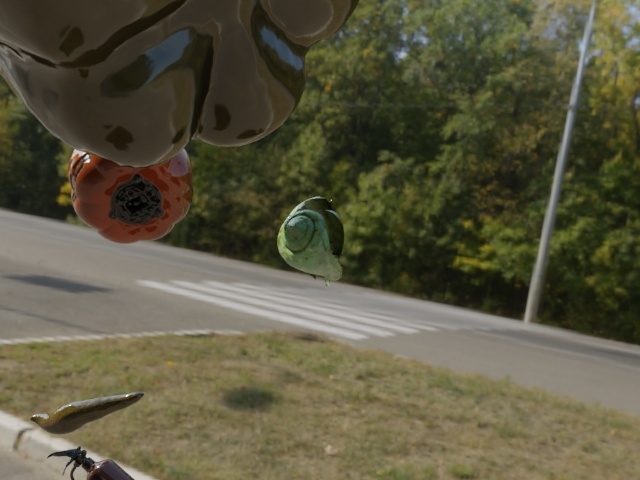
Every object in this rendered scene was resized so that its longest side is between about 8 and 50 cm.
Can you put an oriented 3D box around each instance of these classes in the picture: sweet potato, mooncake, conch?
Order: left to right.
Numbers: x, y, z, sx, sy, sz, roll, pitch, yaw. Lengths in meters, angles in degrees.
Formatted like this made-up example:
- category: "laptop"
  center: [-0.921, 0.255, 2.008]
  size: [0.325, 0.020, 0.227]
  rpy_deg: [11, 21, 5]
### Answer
- category: "sweet potato"
  center: [-0.487, 0.356, 1.650]
  size: [0.249, 0.059, 0.069]
  rpy_deg: [-18, -3, 7]
- category: "mooncake"
  center: [-0.166, -0.319, 0.874]
  size: [0.262, 0.467, 0.467]
  rpy_deg: [35, 13, 31]
- category: "conch"
  center: [0.000, 0.000, 1.074]
  size: [0.079, 0.105, 0.170]
  rpy_deg: [26, -10, 25]

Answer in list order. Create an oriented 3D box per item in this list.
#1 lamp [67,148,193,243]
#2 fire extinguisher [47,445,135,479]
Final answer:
- category: "lamp"
  center: [-0.285, -0.093, 1.210]
  size: [0.188, 0.187, 0.164]
  rpy_deg: [10, 25, -23]
- category: "fire extinguisher"
  center: [-0.143, 0.224, 0.643]
  size: [0.173, 0.035, 0.049]
  rpy_deg: [38, -30, 9]
